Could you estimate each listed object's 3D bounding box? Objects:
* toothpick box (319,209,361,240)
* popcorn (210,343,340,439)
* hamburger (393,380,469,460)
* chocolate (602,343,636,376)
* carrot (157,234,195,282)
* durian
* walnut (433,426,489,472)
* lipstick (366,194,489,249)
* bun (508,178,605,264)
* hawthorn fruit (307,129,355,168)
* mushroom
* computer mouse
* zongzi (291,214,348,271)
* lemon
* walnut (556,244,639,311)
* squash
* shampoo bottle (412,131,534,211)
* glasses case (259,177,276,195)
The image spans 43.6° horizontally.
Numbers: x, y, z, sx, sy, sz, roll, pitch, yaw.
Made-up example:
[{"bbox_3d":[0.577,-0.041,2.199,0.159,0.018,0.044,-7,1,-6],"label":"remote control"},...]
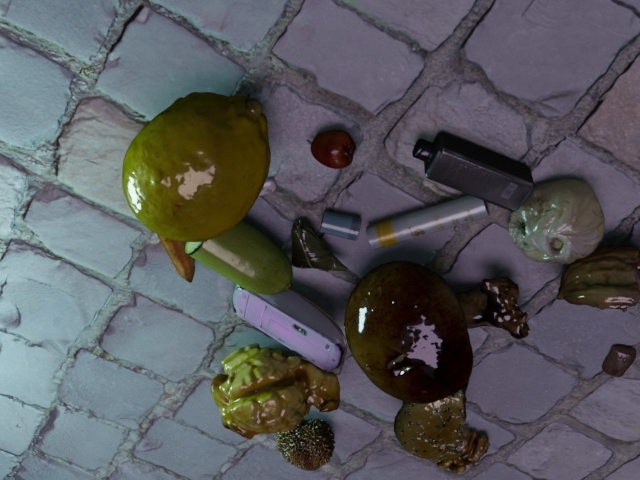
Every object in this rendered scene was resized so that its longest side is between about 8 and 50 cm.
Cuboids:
[{"bbox_3d":[0.044,-0.033,1.746,0.083,0.052,0.052,14,128,-3],"label":"toothpick box"},{"bbox_3d":[-0.119,0.363,1.939,0.333,0.265,0.225,-2,84,14],"label":"popcorn"},{"bbox_3d":[0.280,0.416,1.999,0.193,0.167,0.287,0,128,3],"label":"hamburger"},{"bbox_3d":[0.728,0.300,1.952,0.065,0.031,0.100,15,129,0],"label":"chocolate"},{"bbox_3d":[-0.323,0.025,1.821,0.072,0.072,0.205,-3,130,8],"label":"carrot"},{"bbox_3d":[-0.037,0.549,2.162,0.158,0.137,0.168,0,122,32],"label":"durian"},{"bbox_3d":[0.378,0.578,2.181,0.143,0.069,0.170,22,130,-13],"label":"walnut"},{"bbox_3d":[0.230,-0.042,1.717,0.264,0.059,0.059,-17,124,18],"label":"lipstick"},{"bbox_3d":[0.488,-0.028,1.660,0.193,0.127,0.178,-9,128,15],"label":"bun"},{"bbox_3d":[0.020,-0.187,1.620,0.093,0.081,0.081,15,135,32],"label":"hawthorn fruit"},{"bbox_3d":[0.235,0.173,1.807,0.334,0.356,0.331,9,144,49],"label":"mushroom"},{"bbox_3d":[-0.071,0.189,1.881,0.310,0.072,0.158,31,139,12],"label":"computer mouse"},{"bbox_3d":[0.000,0.000,1.765,0.131,0.062,0.154,9,128,12],"label":"zongzi"},{"bbox_3d":[-0.240,-0.141,1.555,0.286,0.285,0.316,19,150,-9],"label":"lemon"},{"bbox_3d":[0.620,0.078,1.711,0.238,0.141,0.204,2,180,-44],"label":"walnut"},{"bbox_3d":[-0.166,0.036,1.774,0.247,0.132,0.132,34,123,-22],"label":"squash"},{"bbox_3d":[0.304,-0.144,1.615,0.246,0.079,0.080,20,126,-10],"label":"shampoo bottle"},{"bbox_3d":[-0.135,-0.112,1.721,0.083,0.021,0.032,-15,123,17],"label":"glasses case"}]
